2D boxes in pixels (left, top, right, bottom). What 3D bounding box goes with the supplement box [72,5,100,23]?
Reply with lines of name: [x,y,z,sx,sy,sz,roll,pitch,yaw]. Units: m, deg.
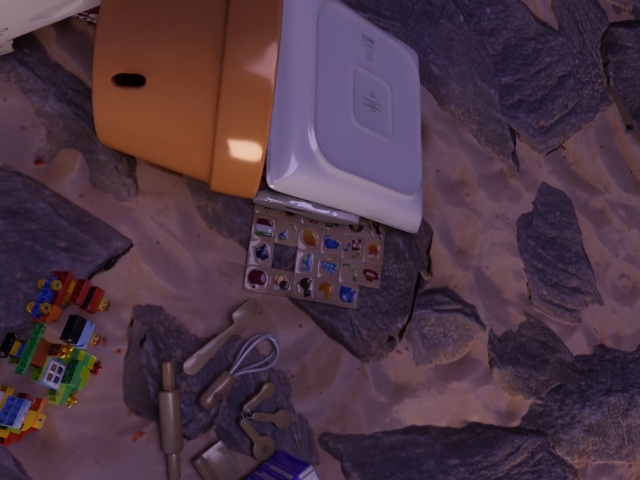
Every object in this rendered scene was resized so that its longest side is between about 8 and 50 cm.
supplement box: [-0.333,-0.428,0.841,0.130,0.073,0.239,9,78,-26]

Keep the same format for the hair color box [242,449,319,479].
hair color box: [-0.119,0.457,0.804,0.339,0.110,0.185,-33,102,-26]

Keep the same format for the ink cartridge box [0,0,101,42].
ink cartridge box: [-0.381,-0.407,0.699,0.226,0.131,0.306,-37,99,-27]

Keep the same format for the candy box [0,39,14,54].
candy box: [-0.497,-0.319,0.739,0.159,0.071,0.233,-29,97,-28]

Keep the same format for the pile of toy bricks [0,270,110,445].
pile of toy bricks: [-0.315,0.149,0.761,0.105,0.118,0.212,49,49,-49]

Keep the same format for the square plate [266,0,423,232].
square plate: [0.061,-0.209,0.963,0.347,0.049,0.343,14,72,-46]

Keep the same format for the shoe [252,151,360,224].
shoe: [-0.015,-0.079,0.954,0.178,0.063,0.081,14,80,-22]

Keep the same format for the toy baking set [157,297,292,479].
toy baking set: [-0.136,0.217,0.879,0.197,0.030,0.255,-9,93,-34]

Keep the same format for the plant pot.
plant pot: [-0.169,-0.207,0.797,0.204,0.291,0.290,5,80,-11]

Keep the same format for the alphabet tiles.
alphabet tiles: [0.000,0.000,0.992,0.237,0.009,0.198,13,77,-26]
